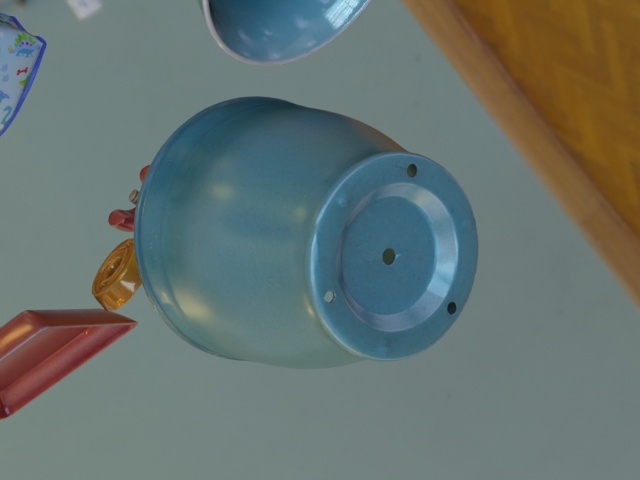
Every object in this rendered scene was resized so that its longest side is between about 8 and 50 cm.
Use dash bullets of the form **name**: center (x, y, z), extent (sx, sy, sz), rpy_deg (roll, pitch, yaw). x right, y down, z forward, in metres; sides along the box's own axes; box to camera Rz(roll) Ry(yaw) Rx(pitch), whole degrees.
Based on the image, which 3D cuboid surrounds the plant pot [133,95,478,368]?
- **plant pot**: center (0.000, 0.000, 1.093), extent (0.255, 0.271, 0.272), rpy_deg (10, 136, 57)

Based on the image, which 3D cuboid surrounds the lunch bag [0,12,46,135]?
- **lunch bag**: center (-0.376, -0.165, 1.202), extent (0.096, 0.151, 0.128), rpy_deg (37, -160, 35)

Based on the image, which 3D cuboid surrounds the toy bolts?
- **toy bolts**: center (-0.188, 0.018, 1.554), extent (0.158, 0.218, 0.228), rpy_deg (38, 179, -26)

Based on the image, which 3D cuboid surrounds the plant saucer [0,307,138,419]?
- **plant saucer**: center (-0.405, 0.164, 1.560), extent (0.048, 0.259, 0.258), rpy_deg (58, -166, 12)

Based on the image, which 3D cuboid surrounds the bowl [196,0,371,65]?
- **bowl**: center (-0.062, -0.395, 1.490), extent (0.163, 0.311, 0.311), rpy_deg (44, 165, 32)
